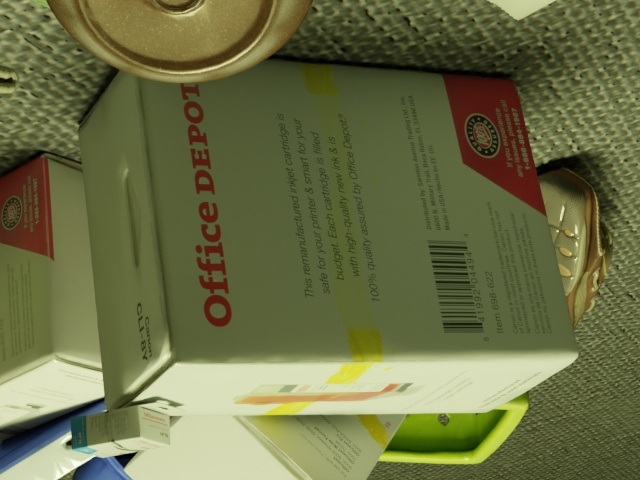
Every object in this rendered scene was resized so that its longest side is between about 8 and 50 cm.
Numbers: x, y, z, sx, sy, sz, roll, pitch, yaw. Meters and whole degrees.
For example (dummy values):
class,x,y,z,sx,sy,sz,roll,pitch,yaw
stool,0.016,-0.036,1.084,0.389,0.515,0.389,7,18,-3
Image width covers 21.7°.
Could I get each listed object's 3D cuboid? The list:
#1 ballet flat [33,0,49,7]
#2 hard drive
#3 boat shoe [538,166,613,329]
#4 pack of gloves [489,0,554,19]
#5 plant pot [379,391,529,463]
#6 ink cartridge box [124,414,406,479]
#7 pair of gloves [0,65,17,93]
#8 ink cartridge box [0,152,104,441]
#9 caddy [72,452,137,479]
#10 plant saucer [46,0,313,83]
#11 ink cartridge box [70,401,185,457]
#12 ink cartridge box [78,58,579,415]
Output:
class,x,y,z,sx,sy,sz,roll,pitch,yaw
ballet flat,-0.122,-0.184,1.202,0.188,0.070,0.070,-15,158,15
hard drive,-0.219,0.134,1.682,0.210,0.040,0.319,-32,-165,10
boat shoe,0.264,0.012,1.862,0.116,0.123,0.324,-39,158,-22
pack of gloves,0.201,-0.231,1.279,0.232,0.046,0.195,-24,154,32
plant pot,0.094,0.117,1.856,0.228,0.207,0.227,3,157,-8
ink cartridge box,-0.035,0.166,1.576,0.171,0.168,0.233,-44,-175,41
pair of gloves,-0.350,-0.123,1.149,0.204,0.042,0.240,1,-177,22
ink cartridge box,-0.312,0.071,1.577,0.283,0.207,0.117,-24,151,33
caddy,-0.140,0.206,1.947,0.341,0.241,0.179,5,151,-35
plant saucer,-0.099,-0.182,1.148,0.198,0.036,0.199,-1,131,-1
ink cartridge box,-0.155,0.154,1.356,0.083,0.028,0.048,-13,160,24
ink cartridge box,0.000,0.000,1.450,0.384,0.279,0.160,3,156,-28
